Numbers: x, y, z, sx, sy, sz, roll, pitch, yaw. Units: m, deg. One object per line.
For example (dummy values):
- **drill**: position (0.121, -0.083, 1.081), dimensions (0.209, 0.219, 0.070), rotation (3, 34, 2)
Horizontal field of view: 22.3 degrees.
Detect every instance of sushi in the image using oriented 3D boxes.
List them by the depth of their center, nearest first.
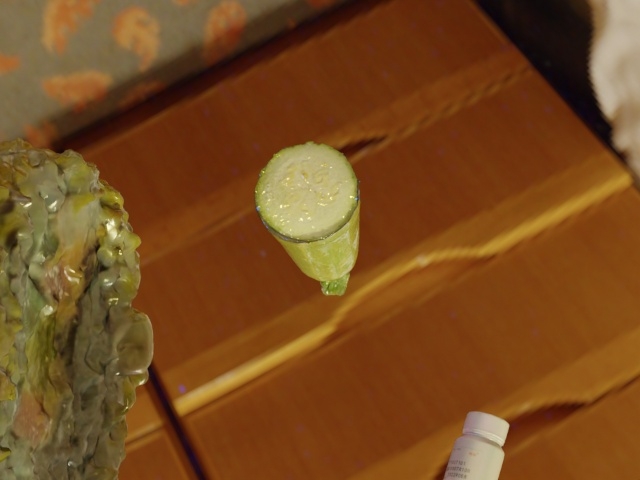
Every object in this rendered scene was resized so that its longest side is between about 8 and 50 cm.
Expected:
- **sushi**: position (-0.331, 0.098, 1.589), dimensions (0.351, 0.240, 0.396), rotation (1, 91, -68)

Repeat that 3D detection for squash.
- **squash**: position (0.000, 0.000, 1.501), dimensions (0.094, 0.094, 0.224), rotation (-28, 156, -5)

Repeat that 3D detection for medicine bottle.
- **medicine bottle**: position (0.157, 0.221, 1.636), dimensions (0.052, 0.052, 0.089), rotation (38, 65, -47)
